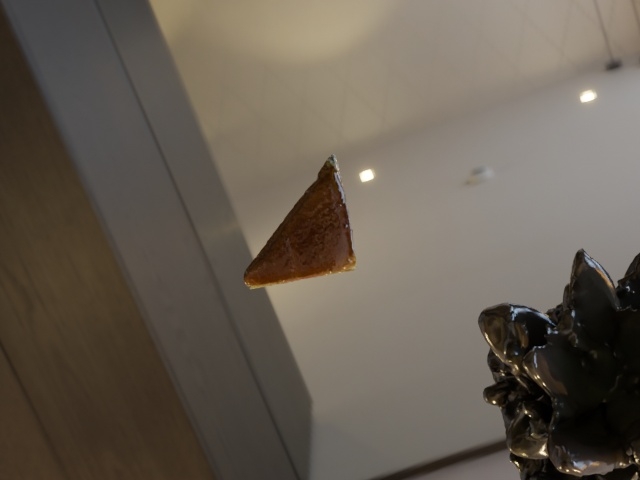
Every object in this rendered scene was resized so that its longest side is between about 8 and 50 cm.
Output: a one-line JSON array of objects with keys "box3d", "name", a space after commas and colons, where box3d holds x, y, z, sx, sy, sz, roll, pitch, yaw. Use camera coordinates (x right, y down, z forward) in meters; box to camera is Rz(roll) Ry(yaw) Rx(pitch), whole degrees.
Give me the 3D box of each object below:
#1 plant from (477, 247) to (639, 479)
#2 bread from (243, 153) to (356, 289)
[{"box3d": [0.227, 0.131, 0.857, 0.182, 0.194, 0.320, -18, 159, 7], "name": "plant"}, {"box3d": [0.000, 0.000, 0.733, 0.109, 0.062, 0.043, -57, 178, -1], "name": "bread"}]
